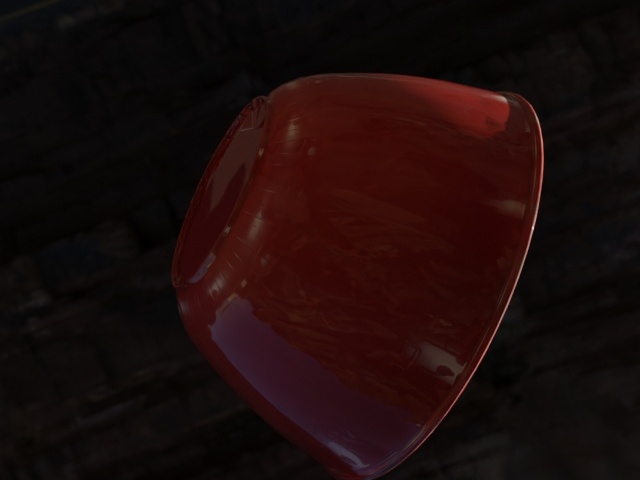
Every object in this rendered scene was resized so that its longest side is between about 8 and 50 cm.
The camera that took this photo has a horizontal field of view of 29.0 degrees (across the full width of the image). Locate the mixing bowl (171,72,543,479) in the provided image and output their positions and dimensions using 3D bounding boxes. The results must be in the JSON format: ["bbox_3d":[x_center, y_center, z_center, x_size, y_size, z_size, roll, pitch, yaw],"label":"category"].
[{"bbox_3d":[0.000,0.000,0.515,0.098,0.181,0.181,24,163,-17],"label":"mixing bowl"}]
